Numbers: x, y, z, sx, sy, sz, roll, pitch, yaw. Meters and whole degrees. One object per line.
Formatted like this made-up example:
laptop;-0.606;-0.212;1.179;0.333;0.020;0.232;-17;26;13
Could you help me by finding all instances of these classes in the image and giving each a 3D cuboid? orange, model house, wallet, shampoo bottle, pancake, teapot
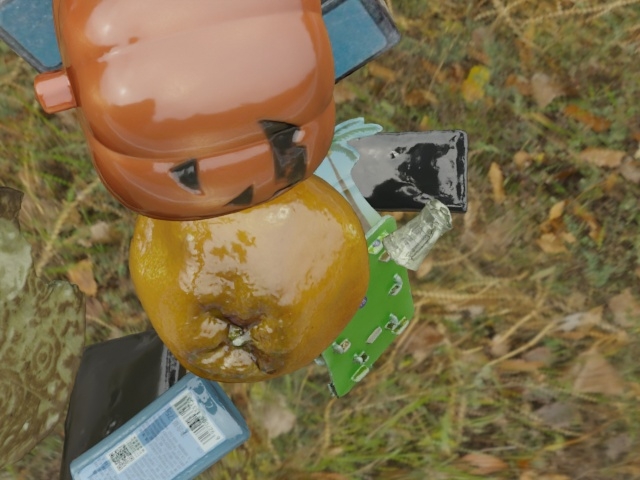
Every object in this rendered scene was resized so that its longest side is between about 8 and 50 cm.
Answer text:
orange;-0.064;0.038;1.042;0.249;0.249;0.183;0;50;-5
model house;0.000;0.000;1.726;0.324;0.300;0.340;31;67;29
wallet;-0.252;0.292;1.301;0.197;0.051;0.377;-17;58;32
wallet;0.126;-0.122;1.874;0.285;0.030;0.146;1;96;25
shampoo bottle;-0.211;0.259;1.205;0.258;0.061;0.104;-37;84;0
pancake;-0.249;0.072;0.764;0.029;0.235;0.212;8;41;27
teapot;0.120;-0.007;1.251;0.057;0.067;0.083;35;108;-22

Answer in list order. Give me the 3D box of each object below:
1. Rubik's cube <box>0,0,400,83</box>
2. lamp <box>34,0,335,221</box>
Rubik's cube;-0.147;-0.295;1.063;0.305;0.301;0.303;-34;48;12
lamp;-0.081;-0.100;0.601;0.164;0.187;0.187;-15;76;-14
